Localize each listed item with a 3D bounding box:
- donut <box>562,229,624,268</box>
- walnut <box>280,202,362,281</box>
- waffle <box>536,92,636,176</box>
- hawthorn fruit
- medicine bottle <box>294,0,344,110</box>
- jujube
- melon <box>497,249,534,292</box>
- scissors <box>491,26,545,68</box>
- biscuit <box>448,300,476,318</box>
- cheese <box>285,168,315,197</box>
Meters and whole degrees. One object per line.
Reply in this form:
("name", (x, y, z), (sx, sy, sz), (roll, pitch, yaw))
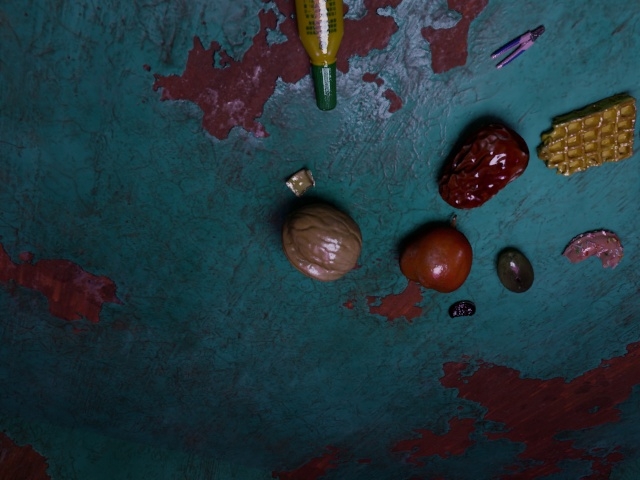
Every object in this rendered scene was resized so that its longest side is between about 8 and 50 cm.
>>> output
("donut", (0.819, 0.022, 1.214), (0.166, 0.065, 0.117), (0, 130, -2))
("walnut", (0.000, 0.000, 1.103), (0.227, 0.228, 0.228), (0, 129, 0))
("waffle", (0.639, -0.241, 1.003), (0.210, 0.055, 0.160), (-19, 126, 14))
("hawthorn fruit", (0.339, 0.032, 1.165), (0.196, 0.196, 0.226), (20, 102, -16))
("medicine bottle", (0.004, -0.404, 0.862), (0.094, 0.064, 0.261), (-7, 128, -2))
("jujube", (0.392, -0.172, 1.003), (0.155, 0.155, 0.230), (18, 133, -14))
("melon", (0.589, 0.093, 1.249), (0.099, 0.099, 0.162), (-24, 123, 18))
("scissors", (0.427, -0.419, 0.885), (0.113, 0.012, 0.039), (-33, 123, 23))
("biscuit", (0.486, 0.240, 1.412), (0.087, 0.027, 0.089), (20, 126, -15))
("cheese", (-0.041, -0.155, 1.079), (0.084, 0.041, 0.060), (-23, 120, 36))
